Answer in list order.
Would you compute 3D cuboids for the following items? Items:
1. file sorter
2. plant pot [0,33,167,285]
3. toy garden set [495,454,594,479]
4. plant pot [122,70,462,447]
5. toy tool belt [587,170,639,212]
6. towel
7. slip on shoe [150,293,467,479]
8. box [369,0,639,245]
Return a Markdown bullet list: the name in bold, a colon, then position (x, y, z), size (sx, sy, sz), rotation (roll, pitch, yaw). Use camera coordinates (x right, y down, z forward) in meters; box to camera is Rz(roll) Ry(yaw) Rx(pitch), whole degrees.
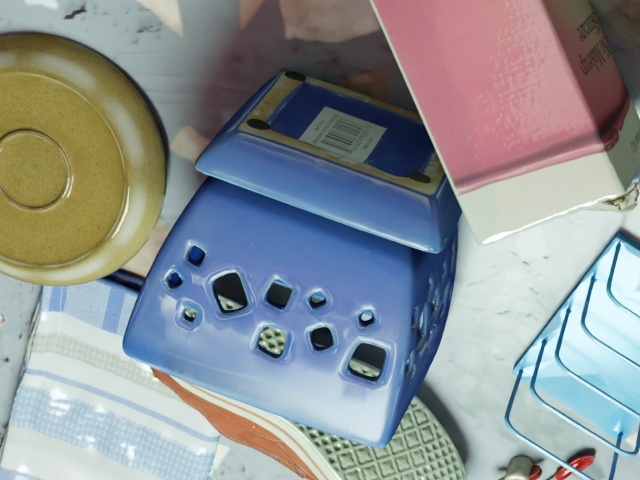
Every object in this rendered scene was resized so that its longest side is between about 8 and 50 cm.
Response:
- **file sorter**: position (0.250, 0.107, 1.574), size (0.118, 0.104, 0.170), rotation (32, 121, -3)
- **plant pot**: position (-0.253, -0.065, 1.651), size (0.236, 0.032, 0.236), rotation (5, 111, 14)
- **toy garden set**: position (0.187, 0.291, 1.720), size (0.244, 0.049, 0.204), rotation (-27, 107, 26)
- **plant pot**: position (0.000, 0.000, 1.520), size (0.236, 0.236, 0.212), rotation (20, 115, 6)
- **toy tool belt**: position (0.245, -0.051, 1.523), size (0.083, 0.052, 0.051), rotation (3, 126, 14)
- **towel**: position (-0.195, 0.160, 1.772), size (0.209, 0.034, 0.285), rotation (21, 121, 4)
- **slip on shoe**: position (-0.011, 0.158, 1.668), size (0.331, 0.123, 0.101), rotation (32, 155, -8)
- **box**: position (0.146, -0.137, 1.428), size (0.127, 0.148, 0.232), rotation (-21, 100, 23)
